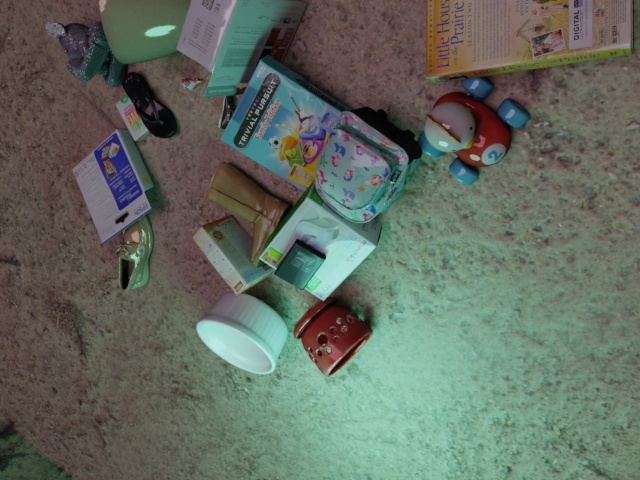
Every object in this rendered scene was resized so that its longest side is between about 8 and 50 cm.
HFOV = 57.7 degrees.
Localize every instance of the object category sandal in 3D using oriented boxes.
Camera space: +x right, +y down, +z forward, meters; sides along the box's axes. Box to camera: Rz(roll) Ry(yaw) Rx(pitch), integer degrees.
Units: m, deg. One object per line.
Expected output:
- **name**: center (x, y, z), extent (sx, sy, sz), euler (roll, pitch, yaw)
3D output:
- **sandal**: center (-0.562, -0.431, 1.877), extent (0.097, 0.054, 0.254), euler (-40, 85, 16)

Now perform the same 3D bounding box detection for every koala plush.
- **koala plush**: center (-0.752, -0.633, 1.873), extent (0.221, 0.196, 0.203), euler (30, 106, 20)

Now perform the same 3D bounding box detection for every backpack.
- **backpack**: center (0.101, -0.172, 1.445), extent (0.225, 0.191, 0.253), euler (39, 131, 15)

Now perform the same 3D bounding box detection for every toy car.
- **toy car**: center (0.322, -0.248, 1.332), extent (0.210, 0.238, 0.219), euler (44, 122, 12)

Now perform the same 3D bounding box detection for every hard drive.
- **hard drive**: center (-0.057, 0.068, 1.583), extent (0.094, 0.022, 0.135), euler (30, 125, -7)

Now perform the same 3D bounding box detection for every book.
- **book**: center (-0.615, -0.420, 1.944), extent (0.096, 0.035, 0.144), euler (-31, 87, 29)

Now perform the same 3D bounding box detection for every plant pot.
- **plant pot**: center (0.029, 0.271, 1.691), extent (0.174, 0.191, 0.191), euler (45, 122, 14)

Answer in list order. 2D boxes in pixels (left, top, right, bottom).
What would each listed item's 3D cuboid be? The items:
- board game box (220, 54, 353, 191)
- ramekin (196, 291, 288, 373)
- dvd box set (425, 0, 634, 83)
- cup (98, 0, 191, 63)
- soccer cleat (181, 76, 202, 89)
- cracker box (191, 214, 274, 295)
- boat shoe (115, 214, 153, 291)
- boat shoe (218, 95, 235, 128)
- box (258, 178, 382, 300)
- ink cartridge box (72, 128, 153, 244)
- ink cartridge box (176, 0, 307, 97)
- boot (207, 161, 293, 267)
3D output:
- **board game box**: center (-0.065, -0.295, 1.572), extent (0.336, 0.079, 0.254), euler (31, 120, -5)
- **ramekin**: center (-0.236, 0.285, 1.820), extent (0.277, 0.135, 0.277), euler (21, 146, 15)
- **dvd box set**: center (0.433, -0.518, 1.243), extent (0.420, 0.062, 0.308), euler (-1, 86, 30)
- **cup**: center (-0.446, -0.663, 1.632), extent (0.237, 0.331, 0.331), euler (2, 108, 1)
- **soccer cleat**: center (-0.396, -0.485, 1.798), extent (0.083, 0.029, 0.036), euler (5, 116, 32)
- **cracker box**: center (-0.269, 0.042, 1.809), extent (0.232, 0.155, 0.067), euler (51, 122, 8)
- **boat shoe**: center (-0.673, 0.039, 2.074), extent (0.109, 0.098, 0.302), euler (19, 113, 23)
- **boat shoe**: center (-0.276, -0.400, 1.747), extent (0.042, 0.049, 0.133), euler (12, 106, -3)
- **box**: center (0.000, 0.000, 1.615), extent (0.231, 0.127, 0.262), euler (36, 125, -10)
- **ink cartridge box**: center (-0.718, -0.184, 2.037), extent (0.303, 0.072, 0.307), euler (-28, 86, 32)
- **ink cartridge box**: center (-0.210, -0.527, 1.509), extent (0.130, 0.309, 0.272), euler (37, 119, 15)
- **boot**: center (-0.238, -0.079, 1.795), extent (0.269, 0.089, 0.236), euler (30, 101, 18)
